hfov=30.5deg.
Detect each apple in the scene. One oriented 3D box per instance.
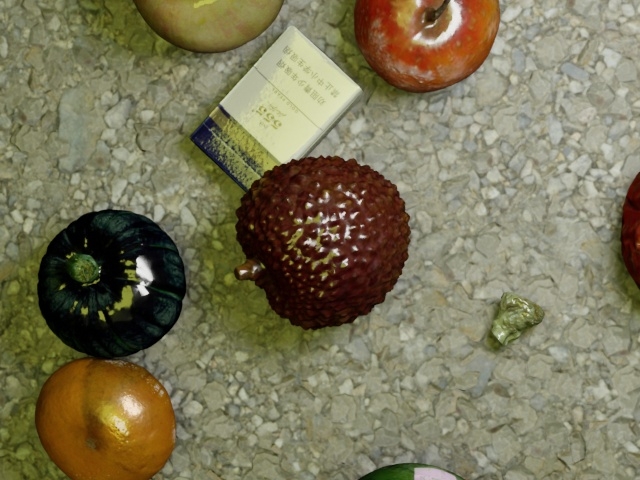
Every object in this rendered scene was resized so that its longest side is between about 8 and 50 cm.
[{"bbox_3d":[-0.175,-0.424,1.866,0.256,0.234,0.257,1,95,8],"label":"apple"}]

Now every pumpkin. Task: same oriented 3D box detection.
[{"bbox_3d":[-0.349,0.060,1.894,0.248,0.248,0.248,0,92,8],"label":"pumpkin"}]

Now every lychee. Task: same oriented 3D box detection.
[{"bbox_3d":[0.000,0.000,1.844,0.304,0.275,0.276,-22,88,-20],"label":"lychee"}]

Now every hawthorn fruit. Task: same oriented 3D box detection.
[{"bbox_3d":[0.152,-0.342,1.833,0.231,0.263,0.235,33,124,27],"label":"hawthorn fruit"}]

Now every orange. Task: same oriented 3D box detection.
[{"bbox_3d":[-0.351,0.298,1.938,0.240,0.171,0.240,8,114,18],"label":"orange"}]

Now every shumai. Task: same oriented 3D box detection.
[{"bbox_3d":[0.312,0.133,1.893,0.082,0.083,0.080,12,70,43],"label":"shumai"}]

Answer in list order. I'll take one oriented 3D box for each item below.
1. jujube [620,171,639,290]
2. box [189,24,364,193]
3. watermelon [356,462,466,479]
[{"bbox_3d":[0.567,-0.008,1.801,0.213,0.213,0.232,3,87,8],"label":"jujube"},{"bbox_3d":[-0.072,-0.206,1.939,0.168,0.071,0.259,44,97,5],"label":"box"},{"bbox_3d":[0.135,0.525,1.804,0.363,0.363,0.363,0,92,8],"label":"watermelon"}]
